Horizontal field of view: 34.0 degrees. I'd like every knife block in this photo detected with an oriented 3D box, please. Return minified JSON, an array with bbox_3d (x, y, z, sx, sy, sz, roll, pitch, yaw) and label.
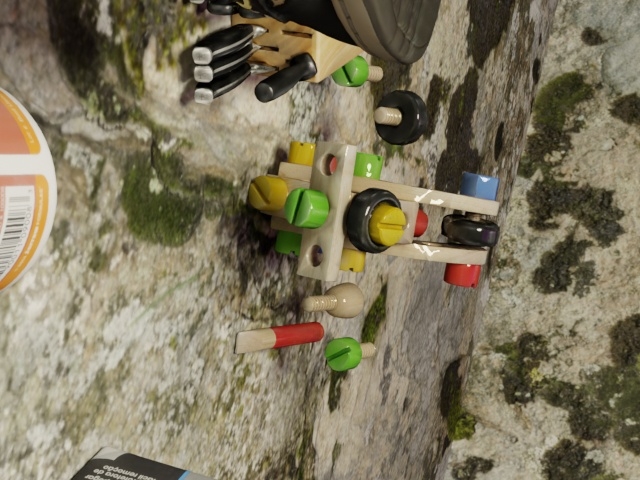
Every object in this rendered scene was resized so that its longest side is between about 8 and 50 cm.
[{"bbox_3d":[-0.025,-0.189,0.965,0.276,0.088,0.242,55,50,-64],"label":"knife block"}]

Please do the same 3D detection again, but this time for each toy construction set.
[{"bbox_3d":[0.000,0.000,1.037,0.237,0.257,0.309,-3,127,-52],"label":"toy construction set"}]

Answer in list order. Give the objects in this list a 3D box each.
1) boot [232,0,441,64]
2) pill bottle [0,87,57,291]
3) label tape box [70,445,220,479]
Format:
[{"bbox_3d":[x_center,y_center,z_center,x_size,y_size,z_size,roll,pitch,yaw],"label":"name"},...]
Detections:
[{"bbox_3d":[-0.103,-0.177,0.459,0.377,0.284,0.138,1,99,-69],"label":"boot"},{"bbox_3d":[-0.223,-0.020,0.455,0.216,0.121,0.121,-11,111,-70],"label":"pill bottle"},{"bbox_3d":[-0.132,0.300,0.709,0.334,0.240,0.106,-46,143,-57],"label":"label tape box"}]
